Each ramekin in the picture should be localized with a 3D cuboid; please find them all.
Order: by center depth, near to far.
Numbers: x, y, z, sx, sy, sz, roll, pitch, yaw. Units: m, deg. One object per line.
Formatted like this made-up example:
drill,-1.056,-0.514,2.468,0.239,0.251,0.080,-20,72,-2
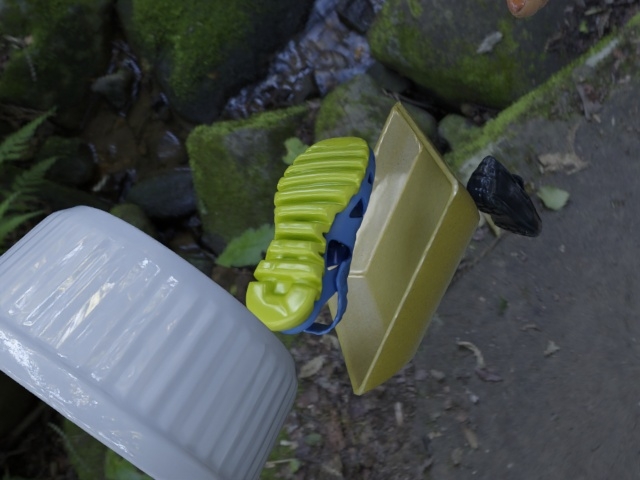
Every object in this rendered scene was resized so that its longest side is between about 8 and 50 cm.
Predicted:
ramekin,-0.138,0.088,0.650,0.273,0.273,0.127,30,72,23

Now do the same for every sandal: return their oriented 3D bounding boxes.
sandal,0.000,0.000,1.171,0.126,0.138,0.317,7,63,31

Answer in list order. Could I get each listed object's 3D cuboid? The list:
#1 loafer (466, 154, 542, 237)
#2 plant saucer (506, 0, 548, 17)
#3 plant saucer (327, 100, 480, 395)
loafer,0.292,-0.062,1.311,0.076,0.223,0.078,15,82,37
plant saucer,0.196,-0.299,0.754,0.037,0.200,0.200,1,82,1
plant saucer,0.116,0.007,1.239,0.081,0.333,0.333,15,114,-17
